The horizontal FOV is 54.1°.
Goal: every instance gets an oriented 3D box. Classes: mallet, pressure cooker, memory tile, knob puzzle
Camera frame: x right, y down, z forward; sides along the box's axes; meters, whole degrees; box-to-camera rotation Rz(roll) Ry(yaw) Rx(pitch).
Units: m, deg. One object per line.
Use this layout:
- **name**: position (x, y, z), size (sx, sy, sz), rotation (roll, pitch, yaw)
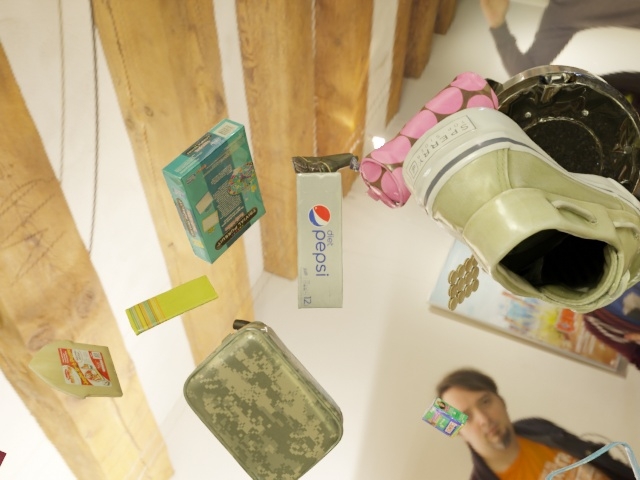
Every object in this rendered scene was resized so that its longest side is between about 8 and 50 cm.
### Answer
- **mallet**: position (-0.257, 0.315, 1.914), size (0.189, 0.062, 0.039), rotation (-73, -18, -49)
- **pressure cooker**: position (0.541, -0.219, 1.461), size (0.420, 0.375, 0.370), rotation (-49, -54, -64)
- **memory tile**: position (0.366, 0.104, 1.603), size (0.148, 0.012, 0.113), rotation (-29, -57, -40)
- **knob puzzle**: position (-0.560, 0.295, 1.416), size (0.030, 0.213, 0.213), rotation (-59, -13, 18)

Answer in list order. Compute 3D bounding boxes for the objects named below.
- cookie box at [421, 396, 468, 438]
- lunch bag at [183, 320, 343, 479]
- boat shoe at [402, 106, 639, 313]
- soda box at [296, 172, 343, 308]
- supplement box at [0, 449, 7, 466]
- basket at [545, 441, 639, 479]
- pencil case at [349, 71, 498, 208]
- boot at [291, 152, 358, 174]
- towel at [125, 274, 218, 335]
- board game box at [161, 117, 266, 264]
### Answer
- **cookie box**: position (0.371, 0.529, 1.869), size (0.040, 0.107, 0.092), rotation (-50, -13, -44)
- **lunch bag**: position (-0.104, 0.321, 1.272), size (0.212, 0.305, 0.256), rotation (-42, -1, 1)
- **boat shoe**: position (0.166, 0.007, 0.442), size (0.302, 0.094, 0.109), rotation (16, -48, -44)
- **soda box**: position (0.000, 0.000, 1.338), size (0.091, 0.098, 0.286), rotation (-27, -65, -88)
- **supplement box**: position (-0.646, 0.414, 1.184), size (0.055, 0.083, 0.043), rotation (47, -139, -35)
- **basket**: position (0.736, 0.690, 1.594), size (0.255, 0.289, 0.201), rotation (-21, -14, -11)
- **pencil case**: position (0.144, -0.135, 0.847), size (0.209, 0.095, 0.098), rotation (-40, -14, -17)
- **boot**: position (0.011, -0.236, 1.923), size (0.137, 0.198, 0.077), rotation (-27, -58, -26)
- **towel**: position (-0.399, 0.174, 1.685), size (0.237, 0.102, 0.021), rotation (-24, -44, -17)
- **board game box**: position (-0.292, -0.135, 1.784), size (0.254, 0.079, 0.336), rotation (-47, -33, -31)
